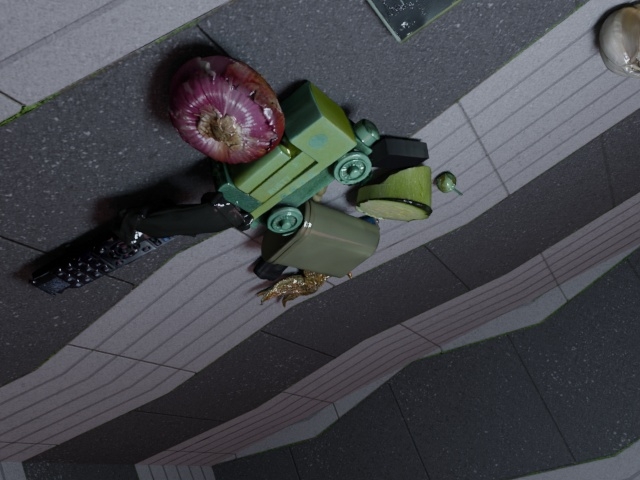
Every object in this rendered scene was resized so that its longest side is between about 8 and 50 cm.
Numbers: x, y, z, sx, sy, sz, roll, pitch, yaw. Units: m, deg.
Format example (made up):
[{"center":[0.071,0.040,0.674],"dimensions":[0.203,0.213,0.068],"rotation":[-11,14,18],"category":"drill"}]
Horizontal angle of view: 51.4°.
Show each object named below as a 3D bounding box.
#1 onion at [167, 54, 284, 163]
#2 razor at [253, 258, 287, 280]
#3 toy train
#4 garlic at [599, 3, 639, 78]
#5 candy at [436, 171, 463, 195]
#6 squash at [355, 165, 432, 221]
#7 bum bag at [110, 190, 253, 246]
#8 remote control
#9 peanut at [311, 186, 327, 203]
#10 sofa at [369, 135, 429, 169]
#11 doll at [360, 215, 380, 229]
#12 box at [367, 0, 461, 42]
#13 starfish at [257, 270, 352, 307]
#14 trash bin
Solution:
[{"center":[-0.173,-0.266,1.276],"dimensions":[0.229,0.164,0.230],"rotation":[10,146,7],"category":"onion"},{"center":[-0.126,0.061,1.970],"dimensions":[0.148,0.054,0.090],"rotation":[-40,148,28],"category":"razor"},{"center":[-0.066,-0.173,1.509],"dimensions":[0.397,0.160,0.253],"rotation":[-35,142,23],"category":"toy train"},{"center":[0.761,-0.464,1.608],"dimensions":[0.229,0.178,0.142],"rotation":[12,172,-20],"category":"garlic"},{"center":[0.399,-0.158,1.996],"dimensions":[0.061,0.061,0.202],"rotation":[-33,158,19],"category":"candy"},{"center":[0.199,-0.130,1.823],"dimensions":[0.220,0.133,0.220],"rotation":[-1,171,0],"category":"squash"},{"center":[-0.313,-0.052,1.482],"dimensions":[0.326,0.080,0.142],"rotation":[-6,151,5],"category":"bum bag"},{"center":[-0.502,0.018,1.610],"dimensions":[0.398,0.062,0.145],"rotation":[-27,152,4],"category":"remote control"},{"center":[-0.004,-0.131,1.749],"dimensions":[0.037,0.037,0.083],"rotation":[-9,147,-25],"category":"peanut"},{"center":[0.198,-0.227,1.718],"dimensions":[0.147,0.060,0.085],"rotation":[-1,162,-35],"category":"sofa"},{"center":[0.102,-0.023,1.971],"dimensions":[0.151,0.085,0.114],"rotation":[-30,139,-10],"category":"doll"},{"center":[0.219,-0.504,1.249],"dimensions":[0.270,0.045,0.210],"rotation":[-32,152,16],"category":"box"},{"center":[-0.071,0.134,2.112],"dimensions":[0.293,0.084,0.301],"rotation":[-30,156,10],"category":"starfish"},{"center":[0.000,0.000,1.813],"dimensions":[0.247,0.121,0.243],"rotation":[15,144,-28],"category":"trash bin"}]
